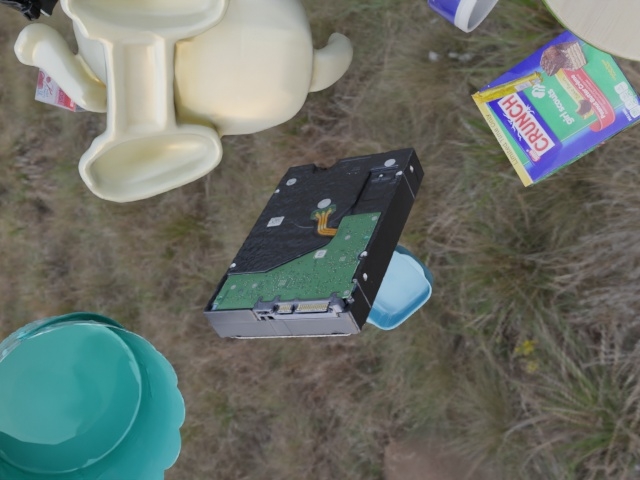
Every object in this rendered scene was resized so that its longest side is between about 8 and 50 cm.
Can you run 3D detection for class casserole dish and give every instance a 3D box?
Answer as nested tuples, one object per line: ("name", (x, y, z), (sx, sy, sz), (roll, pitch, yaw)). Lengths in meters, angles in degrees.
("casserole dish", (0.115, 0.073, 1.266), (0.114, 0.037, 0.188), (42, 139, 3))

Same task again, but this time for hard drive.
("hard drive", (0.000, 0.000, 1.132), (0.237, 0.339, 0.064), (-7, 128, 31))

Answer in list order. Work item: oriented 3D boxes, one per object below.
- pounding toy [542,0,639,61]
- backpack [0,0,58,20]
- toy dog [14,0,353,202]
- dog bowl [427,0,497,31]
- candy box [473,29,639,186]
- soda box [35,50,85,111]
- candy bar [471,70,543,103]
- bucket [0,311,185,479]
("pounding toy", (0.250, -0.221, 0.494), (0.237, 0.110, 0.183), (-25, 96, 20))
("backpack", (-0.499, -0.449, 1.090), (0.254, 0.225, 0.191), (20, 86, 17))
("toy dog", (-0.192, -0.307, 0.973), (0.408, 0.395, 0.284), (-124, 23, -43))
("dog bowl", (0.345, -0.587, 1.644), (0.104, 0.265, 0.265), (36, 129, 10))
("candy box", (0.566, -0.321, 1.831), (0.317, 0.122, 0.268), (-34, 78, 27))
("soda box", (-0.394, -0.289, 1.396), (0.083, 0.263, 0.092), (19, 107, 15))
("candy bar", (0.414, -0.336, 1.700), (0.161, 0.040, 0.018), (-16, 58, 36))
("bucket", (-0.334, 0.230, 1.044), (0.183, 0.281, 0.281), (10, 104, 62))
